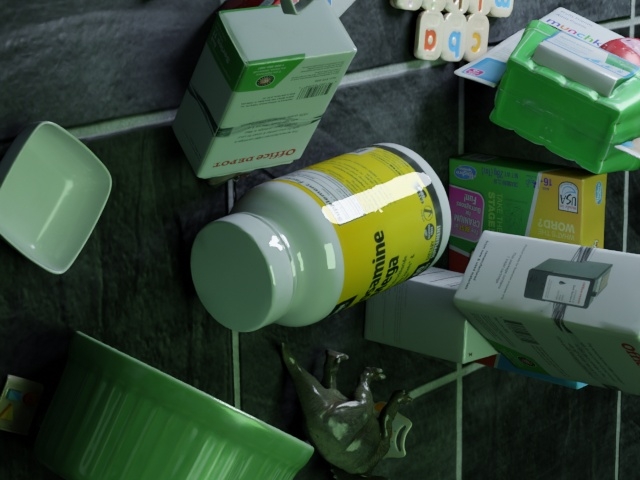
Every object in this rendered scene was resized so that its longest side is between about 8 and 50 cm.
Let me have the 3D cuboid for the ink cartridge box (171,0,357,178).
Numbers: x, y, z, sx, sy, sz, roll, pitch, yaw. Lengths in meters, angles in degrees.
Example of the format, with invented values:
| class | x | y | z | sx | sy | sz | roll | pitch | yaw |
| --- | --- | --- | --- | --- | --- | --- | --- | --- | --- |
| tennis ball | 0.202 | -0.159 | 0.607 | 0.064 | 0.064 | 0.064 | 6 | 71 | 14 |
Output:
| class | x | y | z | sx | sy | sz | roll | pitch | yaw |
| --- | --- | --- | --- | --- | --- | --- | --- | --- | --- |
| ink cartridge box | -0.070 | -0.176 | 1.835 | 0.153 | 0.087 | 0.208 | -12 | 150 | -32 |

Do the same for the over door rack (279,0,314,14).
| class | x | y | z | sx | sy | sz | roll | pitch | yaw |
| --- | --- | --- | --- | --- | --- | --- | --- | --- | --- |
| over door rack | -0.099 | -0.427 | 1.732 | 0.108 | 0.239 | 0.324 | -26 | 118 | -38 |

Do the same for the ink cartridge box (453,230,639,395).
| class | x | y | z | sx | sy | sz | roll | pitch | yaw |
| --- | --- | --- | --- | --- | --- | --- | --- | --- | --- |
| ink cartridge box | 0.357 | 0.104 | 2.079 | 0.211 | 0.289 | 0.121 | 45 | 64 | -45 |

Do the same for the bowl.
| class | x | y | z | sx | sy | sz | roll | pitch | yaw |
| --- | --- | --- | --- | --- | --- | --- | --- | --- | --- |
| bowl | -0.308 | -0.049 | 1.717 | 0.142 | 0.053 | 0.142 | 44 | 65 | -45 |

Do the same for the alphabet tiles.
| class | x | y | z | sx | sy | sz | roll | pitch | yaw |
| --- | --- | --- | --- | --- | --- | --- | --- | --- | --- |
| alphabet tiles | 0.197 | -0.399 | 2.260 | 0.284 | 0.021 | 0.278 | -6 | 103 | -49 |

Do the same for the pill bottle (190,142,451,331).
| class | x | y | z | sx | sy | sz | roll | pitch | yaw |
| --- | --- | --- | --- | --- | --- | --- | --- | --- | --- |
| pill bottle | 0.000 | 0.000 | 1.991 | 0.334 | 0.188 | 0.188 | -23 | 116 | -45 |

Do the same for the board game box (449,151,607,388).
| class | x | y | z | sx | sy | sz | roll | pitch | yaw |
| --- | --- | --- | --- | --- | --- | --- | --- | --- | --- |
| board game box | 0.303 | 0.040 | 2.322 | 0.064 | 0.242 | 0.316 | -17 | 111 | -46 |

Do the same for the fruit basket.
| class | x | y | z | sx | sy | sz | roll | pitch | yaw |
| --- | --- | --- | --- | --- | --- | --- | --- | --- | --- |
| fruit basket | 0.419 | -0.246 | 2.308 | 0.353 | 0.327 | 0.165 | -37 | 148 | -43 |

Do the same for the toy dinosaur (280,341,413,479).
| class | x | y | z | sx | sy | sz | roll | pitch | yaw |
| --- | --- | --- | --- | --- | --- | --- | --- | --- | --- |
| toy dinosaur | 0.036 | 0.253 | 2.153 | 0.313 | 0.121 | 0.160 | 59 | 42 | -44 |

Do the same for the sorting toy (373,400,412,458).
| class | x | y | z | sx | sy | sz | roll | pitch | yaw |
| --- | --- | --- | --- | --- | --- | --- | --- | --- | --- |
| sorting toy | 0.098 | 0.280 | 2.266 | 0.045 | 0.075 | 0.083 | 14 | 88 | -51 |

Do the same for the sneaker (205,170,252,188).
| class | x | y | z | sx | sy | sz | roll | pitch | yaw |
| --- | --- | --- | --- | --- | --- | --- | --- | --- | --- |
| sneaker | -0.096 | -0.114 | 1.967 | 0.158 | 0.061 | 0.065 | -32 | 149 | -40 |

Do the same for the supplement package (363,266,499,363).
| class | x | y | z | sx | sy | sz | roll | pitch | yaw |
| --- | --- | --- | --- | --- | --- | --- | --- | --- | --- |
| supplement package | 0.164 | 0.100 | 2.217 | 0.105 | 0.179 | 0.105 | -8 | 106 | -49 |

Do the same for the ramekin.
| class | x | y | z | sx | sy | sz | roll | pitch | yaw |
| --- | --- | --- | --- | --- | --- | --- | --- | --- | --- |
| ramekin | -0.174 | 0.234 | 1.763 | 0.303 | 0.303 | 0.148 | 35 | 79 | -48 |

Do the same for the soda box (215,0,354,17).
| class | x | y | z | sx | sy | sz | roll | pitch | yaw |
| --- | --- | --- | --- | --- | --- | --- | --- | --- | --- |
| soda box | -0.013 | -0.326 | 1.978 | 0.263 | 0.083 | 0.092 | -49 | 132 | -30 |

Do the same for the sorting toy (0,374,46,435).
| class | x | y | z | sx | sy | sz | roll | pitch | yaw |
| --- | --- | --- | --- | --- | --- | --- | --- | --- | --- |
| sorting toy | -0.333 | 0.190 | 1.777 | 0.083 | 0.012 | 0.062 | 24 | 80 | -50 |
